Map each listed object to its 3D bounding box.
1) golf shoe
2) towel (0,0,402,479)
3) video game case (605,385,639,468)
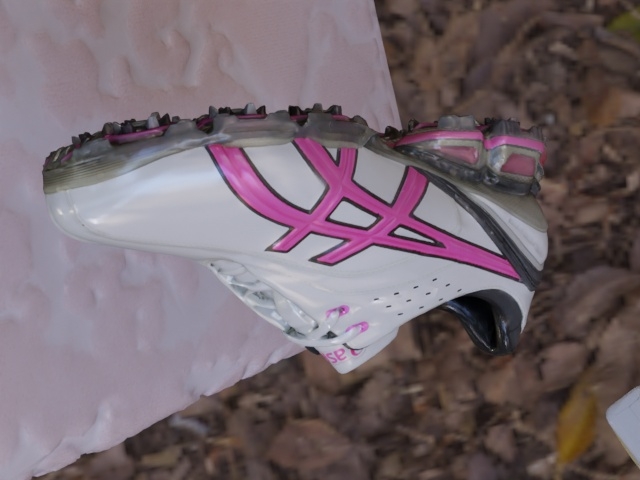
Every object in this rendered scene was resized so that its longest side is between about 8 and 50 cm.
[{"bbox_3d":[0.000,0.000,0.573,0.067,0.186,0.086,-7,82,58],"label":"golf shoe"},{"bbox_3d":[-0.082,-0.084,0.789,0.053,0.332,0.317,-7,99,37],"label":"towel"},{"bbox_3d":[0.218,0.171,0.789,0.026,0.206,0.227,-38,68,7],"label":"video game case"}]
